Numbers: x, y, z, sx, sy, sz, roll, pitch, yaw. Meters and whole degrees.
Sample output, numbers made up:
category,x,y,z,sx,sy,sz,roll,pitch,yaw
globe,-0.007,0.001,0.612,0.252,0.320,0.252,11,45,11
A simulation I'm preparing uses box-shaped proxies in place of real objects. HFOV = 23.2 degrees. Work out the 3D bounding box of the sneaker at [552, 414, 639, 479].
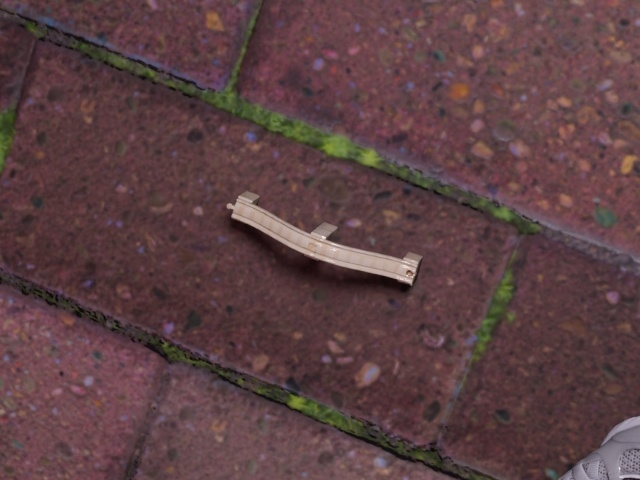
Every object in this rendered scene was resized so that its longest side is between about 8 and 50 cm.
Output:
category,x,y,z,sx,sy,sz,roll,pitch,yaw
sneaker,0.238,0.247,1.354,0.105,0.115,0.281,48,136,4

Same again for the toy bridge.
category,x,y,z,sx,sy,sz,roll,pitch,yaw
toy bridge,0.000,0.000,1.445,0.188,0.063,0.026,20,104,7
